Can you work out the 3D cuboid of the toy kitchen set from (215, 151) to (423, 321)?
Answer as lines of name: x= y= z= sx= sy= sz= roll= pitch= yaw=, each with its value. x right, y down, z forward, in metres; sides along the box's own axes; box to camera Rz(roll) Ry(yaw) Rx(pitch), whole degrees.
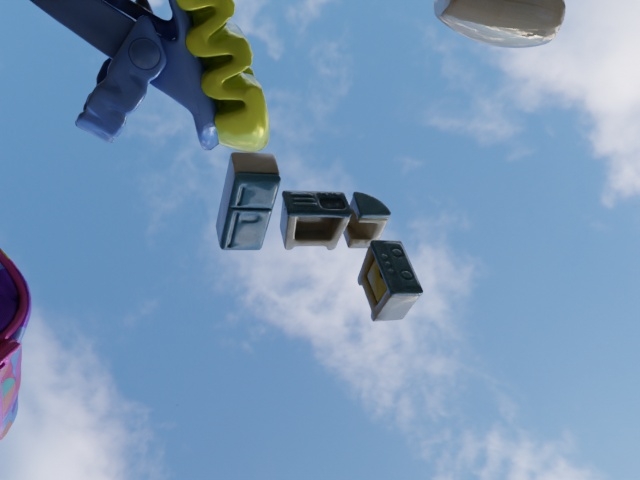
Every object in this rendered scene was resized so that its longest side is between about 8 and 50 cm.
toy kitchen set: x=0.000 y=0.000 z=0.782 sx=0.207 sy=0.122 sz=0.166 roll=0 pitch=-134 yaw=-19

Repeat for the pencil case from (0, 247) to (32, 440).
pencil case: x=-0.242 y=0.082 z=0.436 sx=0.104 sy=0.236 sz=0.104 roll=11 pitch=-120 yaw=-20

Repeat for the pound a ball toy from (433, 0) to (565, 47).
pound a ball toy: x=0.085 y=-0.293 z=0.364 sx=0.135 sy=0.208 sz=0.319 roll=-2 pitch=-108 yaw=-20

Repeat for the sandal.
sandal: x=-0.139 y=-0.189 z=0.454 sx=0.138 sy=0.126 sz=0.317 roll=-19 pitch=-67 yaw=-2
